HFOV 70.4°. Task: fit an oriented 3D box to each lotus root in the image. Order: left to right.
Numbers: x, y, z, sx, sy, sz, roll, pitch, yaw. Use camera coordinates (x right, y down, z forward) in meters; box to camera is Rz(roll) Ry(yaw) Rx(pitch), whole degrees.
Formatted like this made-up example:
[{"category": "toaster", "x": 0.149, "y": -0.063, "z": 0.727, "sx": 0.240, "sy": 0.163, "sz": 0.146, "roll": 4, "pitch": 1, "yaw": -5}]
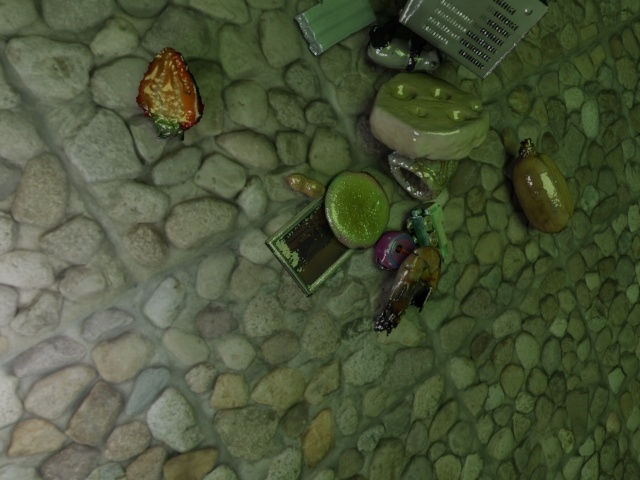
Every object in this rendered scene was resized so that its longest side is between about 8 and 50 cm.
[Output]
[{"category": "lotus root", "x": 0.739, "y": -0.181, "z": 1.537, "sx": 0.169, "sy": 0.152, "sz": 0.342, "roll": -37, "pitch": 102, "yaw": -38}]

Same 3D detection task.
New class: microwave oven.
[{"category": "microwave oven", "x": 0.401, "y": -0.681, "z": 1.198, "sx": 0.333, "sy": 0.247, "sz": 0.394, "roll": 28, "pitch": 46, "yaw": -11}]

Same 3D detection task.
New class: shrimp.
[{"category": "shrimp", "x": 0.262, "y": 0.147, "z": 1.301, "sx": 0.178, "sy": 0.075, "sz": 0.289, "roll": 15, "pitch": 99, "yaw": -40}]

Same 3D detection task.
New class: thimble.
[{"category": "thimble", "x": 0.294, "y": -0.220, "z": 1.312, "sx": 0.190, "sy": 0.137, "sz": 0.143, "roll": 40, "pitch": 74, "yaw": -6}]

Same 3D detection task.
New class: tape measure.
[{"category": "tape measure", "x": 0.214, "y": 0.034, "z": 1.301, "sx": 0.118, "sy": 0.074, "sz": 0.125, "roll": 26, "pitch": 83, "yaw": -31}]

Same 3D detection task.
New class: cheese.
[{"category": "cheese", "x": 0.292, "y": -0.343, "z": 1.236, "sx": 0.318, "sy": 0.115, "sz": 0.326, "roll": 4, "pitch": 50, "yaw": 0}]

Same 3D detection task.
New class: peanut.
[{"category": "peanut", "x": -0.037, "y": -0.144, "z": 1.183, "sx": 0.113, "sy": 0.054, "sz": 0.053, "roll": 20, "pitch": 80, "yaw": -29}]

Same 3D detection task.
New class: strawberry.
[{"category": "strawberry", "x": -0.335, "y": -0.314, "z": 1.011, "sx": 0.140, "sy": 0.085, "sz": 0.192, "roll": -32, "pitch": 99, "yaw": -16}]

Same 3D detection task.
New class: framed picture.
[{"category": "framed picture", "x": 0.000, "y": 0.000, "z": 1.222, "sx": 0.252, "sy": 0.014, "sz": 0.197, "roll": -43, "pitch": 108, "yaw": -21}]

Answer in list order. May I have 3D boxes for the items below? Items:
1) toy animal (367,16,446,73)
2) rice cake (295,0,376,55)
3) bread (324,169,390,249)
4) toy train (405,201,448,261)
[{"category": "toy animal", "x": 0.238, "y": -0.535, "z": 1.267, "sx": 0.225, "sy": 0.094, "sz": 0.121, "roll": 16, "pitch": 86, "yaw": 0}, {"category": "rice cake", "x": 0.047, "y": -0.608, "z": 1.236, "sx": 0.237, "sy": 0.043, "sz": 0.127, "roll": -37, "pitch": 106, "yaw": -24}, {"category": "bread", "x": 0.110, "y": -0.088, "z": 1.257, "sx": 0.229, "sy": 0.034, "sz": 0.228, "roll": 4, "pitch": 82, "yaw": -34}, {"category": "toy train", "x": 0.329, "y": -0.015, "z": 1.357, "sx": 0.125, "sy": 0.081, "sz": 0.193, "roll": -32, "pitch": 109, "yaw": -37}]
